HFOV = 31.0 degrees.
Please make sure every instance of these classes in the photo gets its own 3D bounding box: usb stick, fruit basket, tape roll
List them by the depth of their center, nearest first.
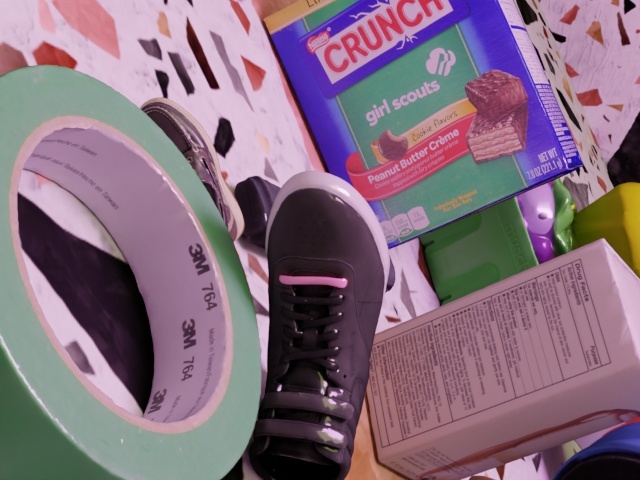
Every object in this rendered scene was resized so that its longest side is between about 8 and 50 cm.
[{"bbox_3d":[-0.163,0.034,0.828,0.321,0.077,0.321,45,32,-39],"label":"tape roll"},{"bbox_3d":[0.000,0.000,1.233,0.278,0.045,0.077,26,47,-55],"label":"usb stick"},{"bbox_3d":[0.353,0.027,1.543,0.283,0.392,0.392,15,55,-58],"label":"fruit basket"}]

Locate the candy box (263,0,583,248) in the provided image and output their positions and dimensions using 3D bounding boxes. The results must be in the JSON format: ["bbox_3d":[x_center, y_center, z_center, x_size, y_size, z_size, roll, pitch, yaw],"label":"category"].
[{"bbox_3d":[0.123,-0.179,1.378,0.317,0.268,0.122,67,20,4],"label":"candy box"}]

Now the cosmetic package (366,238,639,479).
[{"bbox_3d":[0.204,0.138,1.220,0.129,0.296,0.153,36,38,-47],"label":"cosmetic package"}]

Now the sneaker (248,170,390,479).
[{"bbox_3d":[-0.003,0.093,0.958,0.147,0.104,0.296,-76,170,-51],"label":"sneaker"}]

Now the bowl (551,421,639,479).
[{"bbox_3d":[0.360,0.384,1.194,0.077,0.391,0.391,-6,70,-27],"label":"bowl"}]

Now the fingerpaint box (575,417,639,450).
[{"bbox_3d":[0.563,0.173,1.608,0.163,0.445,0.371,32,17,-46],"label":"fingerpaint box"}]

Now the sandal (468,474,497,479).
[{"bbox_3d":[0.225,0.356,1.365,0.049,0.072,0.180,-40,110,-43],"label":"sandal"}]

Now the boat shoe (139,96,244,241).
[{"bbox_3d":[-0.116,-0.056,1.031,0.152,0.056,0.049,58,20,-18],"label":"boat shoe"}]
